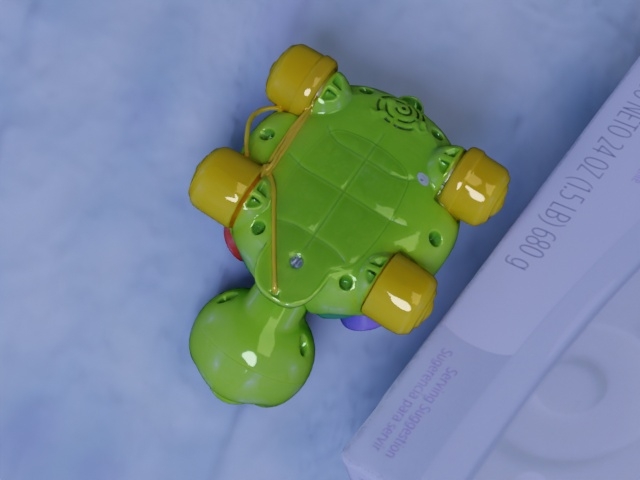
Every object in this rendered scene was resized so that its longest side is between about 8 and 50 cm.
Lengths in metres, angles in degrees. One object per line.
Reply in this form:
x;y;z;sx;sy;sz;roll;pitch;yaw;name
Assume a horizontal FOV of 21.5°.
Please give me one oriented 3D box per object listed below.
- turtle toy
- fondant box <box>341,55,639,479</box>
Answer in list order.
0.000;0.000;0.592;0.095;0.066;0.130;33;69;6;turtle toy
0.210;0.075;0.560;0.330;0.096;0.238;26;62;27;fondant box
